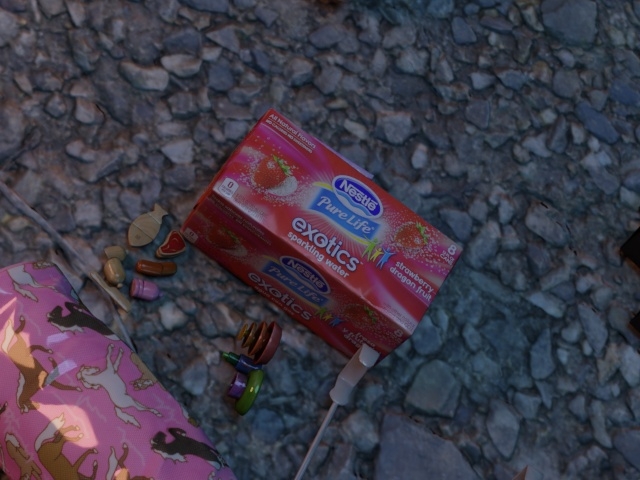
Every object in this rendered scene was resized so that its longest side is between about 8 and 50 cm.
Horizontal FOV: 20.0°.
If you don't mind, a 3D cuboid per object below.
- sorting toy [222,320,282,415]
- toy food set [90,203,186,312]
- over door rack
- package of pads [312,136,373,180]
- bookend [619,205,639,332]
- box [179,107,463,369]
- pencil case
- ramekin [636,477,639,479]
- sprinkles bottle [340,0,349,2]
[{"bbox_3d":[-0.077,0.124,1.849,0.042,0.061,0.102,25,79,-10],"label":"sorting toy"},{"bbox_3d":[-0.183,0.024,1.873,0.078,0.019,0.122,46,51,0],"label":"toy food set"},{"bbox_3d":[0.058,0.300,1.811,0.239,0.108,0.324,36,49,-4],"label":"over door rack"},{"bbox_3d":[0.011,-0.070,1.984,0.083,0.032,0.050,33,62,-6],"label":"package of pads"},{"bbox_3d":[0.397,0.047,2.072,0.156,0.072,0.157,44,60,1],"label":"bookend"},{"bbox_3d":[0.000,0.000,1.896,0.257,0.122,0.128,37,59,-4],"label":"box"},{"bbox_3d":[-0.208,0.194,1.660,0.167,0.160,0.386,-18,59,-45],"label":"pencil case"},{"bbox_3d":[0.378,0.392,1.872,0.303,0.148,0.303,8,66,-19],"label":"ramekin"},{"bbox_3d":[-0.093,-0.400,2.030,0.355,0.121,0.121,28,60,-9],"label":"sprinkles bottle"}]
